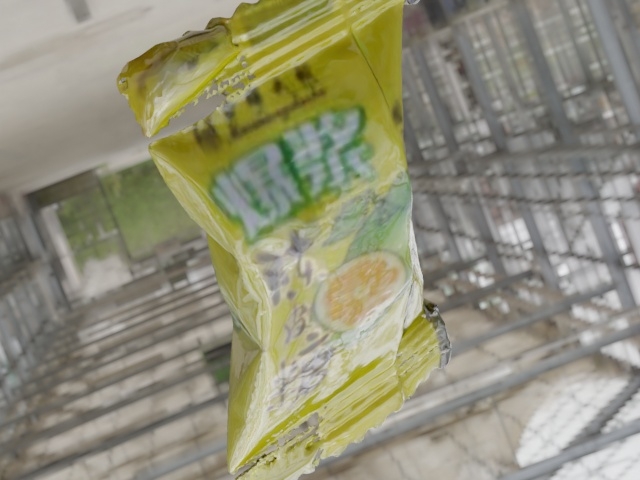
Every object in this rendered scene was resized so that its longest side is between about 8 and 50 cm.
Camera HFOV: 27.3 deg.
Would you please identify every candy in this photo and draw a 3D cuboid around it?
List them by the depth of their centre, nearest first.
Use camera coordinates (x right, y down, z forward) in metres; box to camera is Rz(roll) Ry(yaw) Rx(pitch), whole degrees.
[{"bbox_3d":[0.000,0.000,0.720,0.187,0.297,0.081,-33,-142,-28],"label":"candy"}]
